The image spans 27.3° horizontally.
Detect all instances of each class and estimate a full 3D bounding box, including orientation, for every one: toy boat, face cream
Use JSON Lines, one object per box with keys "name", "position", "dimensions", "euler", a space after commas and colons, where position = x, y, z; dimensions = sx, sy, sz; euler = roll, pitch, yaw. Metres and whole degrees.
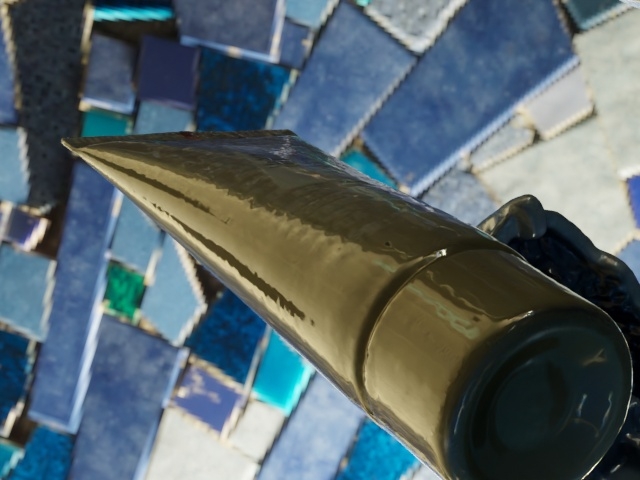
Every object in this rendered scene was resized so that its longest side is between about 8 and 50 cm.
{"name": "toy boat", "position": [0.154, 0.112, 0.722], "dimensions": [0.129, 0.142, 0.309], "euler": [-30, 109, -21]}
{"name": "face cream", "position": [0.000, 0.000, 0.589], "dimensions": [0.341, 0.137, 0.084], "euler": [37, -53, 55]}

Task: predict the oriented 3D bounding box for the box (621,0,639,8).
{"name": "box", "position": [0.217, -0.234, 0.753], "dimensions": [0.041, 0.050, 0.207], "euler": [10, 93, -39]}
